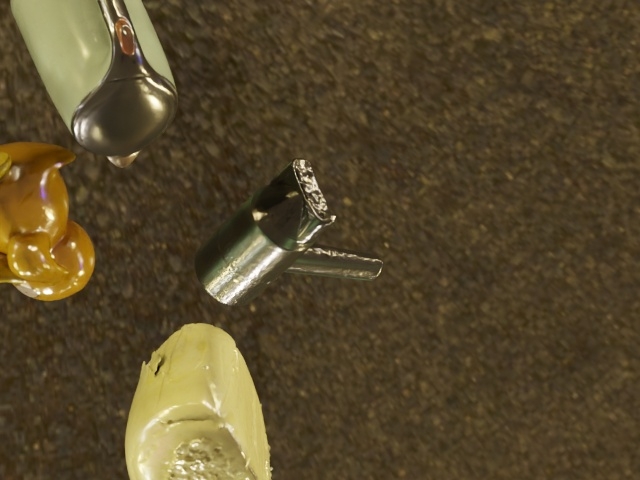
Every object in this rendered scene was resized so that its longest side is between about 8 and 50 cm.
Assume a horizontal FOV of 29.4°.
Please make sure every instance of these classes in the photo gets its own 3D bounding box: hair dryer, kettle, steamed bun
[{"bbox_3d":[0.000,0.000,1.805,0.302,0.116,0.244,7,147,-38],"label":"hair dryer"},{"bbox_3d":[-0.287,-0.257,1.561,0.165,0.255,0.240,-13,147,-20],"label":"kettle"},{"bbox_3d":[-0.164,0.255,1.604,0.166,0.232,0.273,-14,129,4],"label":"steamed bun"}]

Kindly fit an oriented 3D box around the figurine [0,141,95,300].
[{"bbox_3d":[-0.396,-0.026,1.607,0.215,0.215,0.228,-2,117,-16],"label":"figurine"}]
